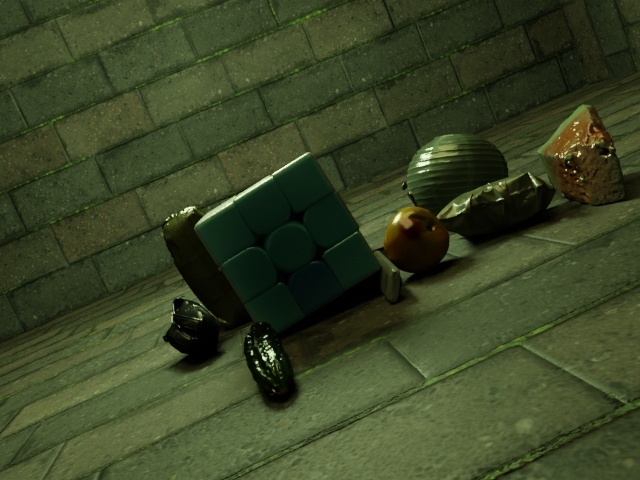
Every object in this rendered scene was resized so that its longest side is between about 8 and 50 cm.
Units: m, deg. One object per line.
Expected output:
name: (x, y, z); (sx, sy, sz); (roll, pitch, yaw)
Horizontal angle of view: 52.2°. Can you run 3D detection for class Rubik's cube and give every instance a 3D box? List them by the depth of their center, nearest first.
Rubik's cube: (-0.074, 0.002, 1.457); (0.290, 0.292, 0.291); (-31, 7, -2)

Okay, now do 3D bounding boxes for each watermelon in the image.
watermelon: (0.562, -0.160, 1.378); (0.139, 0.193, 0.257); (-22, 22, 12)

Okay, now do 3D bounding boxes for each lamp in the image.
lamp: (0.347, -0.155, 1.689); (0.265, 0.233, 0.233); (-1, 10, 3)

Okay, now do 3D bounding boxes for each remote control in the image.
remote control: (0.138, 0.071, 1.368); (0.029, 0.067, 0.261); (4, 7, -4)

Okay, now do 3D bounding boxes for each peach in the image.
peach: (0.197, 0.002, 1.380); (0.138, 0.138, 0.138); (-23, 8, 3)

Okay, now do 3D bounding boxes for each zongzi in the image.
zongzi: (-0.276, 0.052, 1.765); (0.160, 0.323, 0.360); (-31, 4, 4)

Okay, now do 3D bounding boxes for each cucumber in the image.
cucumber: (-0.092, 0.200, 1.118); (0.077, 0.077, 0.265); (-24, 8, -7)

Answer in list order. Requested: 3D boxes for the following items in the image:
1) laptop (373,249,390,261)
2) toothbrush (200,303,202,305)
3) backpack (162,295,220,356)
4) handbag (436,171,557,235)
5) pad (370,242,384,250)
laptop: (0.127, 0.055, 1.654); (0.135, 0.016, 0.197); (-18, 10, 26)
toothbrush: (-0.405, 0.222, 2.073); (0.006, 0.008, 0.097); (-3, 16, 27)
backpack: (-0.285, 0.206, 1.489); (0.105, 0.120, 0.165); (19, 2, -35)
handbag: (0.383, -0.075, 1.438); (0.270, 0.117, 0.182); (-19, -10, 20)
pad: (0.162, 0.018, 1.798); (0.187, 0.006, 0.113); (-22, 1, 1)
